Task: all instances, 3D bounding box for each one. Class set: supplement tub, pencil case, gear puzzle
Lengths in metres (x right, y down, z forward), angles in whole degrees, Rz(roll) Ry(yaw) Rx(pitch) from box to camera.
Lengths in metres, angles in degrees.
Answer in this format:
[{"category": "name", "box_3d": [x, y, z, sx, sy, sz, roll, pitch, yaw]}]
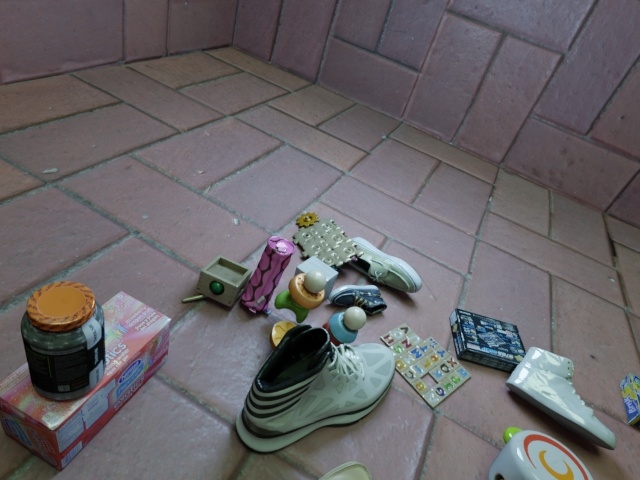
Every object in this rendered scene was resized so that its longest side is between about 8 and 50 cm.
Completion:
[{"category": "supplement tub", "box_3d": [-0.423, 0.166, 0.711, 0.117, 0.190, 0.117, 13, 36, -10]}, {"category": "pencil case", "box_3d": [-0.143, 0.095, 1.177, 0.095, 0.209, 0.098, 25, 15, -1]}, {"category": "gear puzzle", "box_3d": [0.000, 0.000, 1.493, 0.175, 0.044, 0.339, -25, 42, -14]}]

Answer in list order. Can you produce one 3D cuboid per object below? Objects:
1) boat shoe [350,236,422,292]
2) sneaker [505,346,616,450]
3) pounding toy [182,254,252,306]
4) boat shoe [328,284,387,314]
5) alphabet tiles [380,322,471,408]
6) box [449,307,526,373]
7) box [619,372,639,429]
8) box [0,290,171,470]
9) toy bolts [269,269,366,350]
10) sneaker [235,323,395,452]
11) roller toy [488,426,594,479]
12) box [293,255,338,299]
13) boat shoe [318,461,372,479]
[{"category": "boat shoe", "box_3d": [0.197, 0.097, 1.443, 0.302, 0.109, 0.094, 32, 52, 31]}, {"category": "sneaker", "box_3d": [0.690, 0.418, 1.179, 0.292, 0.108, 0.169, 35, 71, 20]}, {"category": "pounding toy", "box_3d": [-0.285, 0.124, 1.188, 0.130, 0.100, 0.141, 23, 25, 4]}, {"category": "boat shoe", "box_3d": [0.118, 0.184, 1.304, 0.183, 0.065, 0.083, -3, 40, -29]}, {"category": "alphabet tiles", "box_3d": [0.291, 0.342, 1.229, 0.198, 0.009, 0.237, -17, 50, -40]}, {"category": "box", "box_3d": [0.526, 0.314, 1.336, 0.220, 0.051, 0.175, 16, 36, -5]}, {"category": "box", "box_3d": [0.970, 0.492, 1.304, 0.054, 0.059, 0.169, 24, 36, 10]}, {"category": "box", "box_3d": [-0.456, 0.264, 0.860, 0.142, 0.154, 0.300, 27, 37, 9]}, {"category": "toy bolts", "box_3d": [0.001, 0.205, 1.098, 0.228, 0.158, 0.218, 33, 36, -12]}, {"category": "sneaker", "box_3d": [0.039, 0.293, 0.962, 0.447, 0.258, 0.169, -13, 47, -37]}, {"category": "roller toy", "box_3d": [0.479, 0.540, 0.938, 0.191, 0.146, 0.209, 27, 25, 15]}, {"category": "box", "box_3d": [-0.020, 0.124, 1.288, 0.102, 0.101, 0.087, 33, 38, 21]}, {"category": "boat shoe", "box_3d": [0.000, 0.512, 0.794, 0.302, 0.098, 0.109, -18, 50, -40]}]
